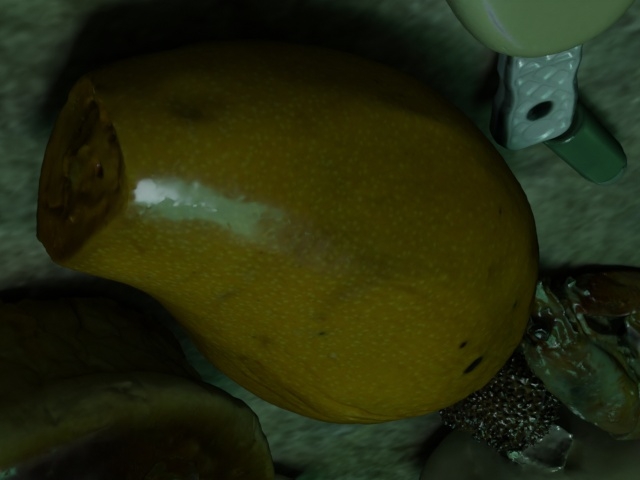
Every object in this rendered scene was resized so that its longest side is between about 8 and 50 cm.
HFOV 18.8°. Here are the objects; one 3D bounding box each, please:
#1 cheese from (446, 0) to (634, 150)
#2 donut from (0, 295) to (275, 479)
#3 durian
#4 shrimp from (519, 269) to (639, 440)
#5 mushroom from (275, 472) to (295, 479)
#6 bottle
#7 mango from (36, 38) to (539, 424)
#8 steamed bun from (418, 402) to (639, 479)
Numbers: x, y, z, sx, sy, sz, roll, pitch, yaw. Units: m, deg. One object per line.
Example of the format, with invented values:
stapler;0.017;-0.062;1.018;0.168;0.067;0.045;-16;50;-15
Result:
cheese;0.113;-0.114;0.945;0.127;0.049;0.235;-20;154;-8
donut;-0.184;0.182;1.100;0.330;0.160;0.330;-28;140;-27
durian;0.120;0.109;1.321;0.091;0.080;0.080;11;140;-30
shrimp;0.192;0.062;1.300;0.051;0.115;0.217;13;165;45
mushroom;-0.104;0.279;1.375;0.173;0.162;0.236;8;139;-45
bottle;0.149;-0.055;1.096;0.030;0.030;0.083;-30;152;17
mango;0.002;-0.003;0.971;0.187;0.144;0.359;-31;148;13
steamed bun;0.199;0.174;1.410;0.239;0.170;0.152;-17;132;-10
